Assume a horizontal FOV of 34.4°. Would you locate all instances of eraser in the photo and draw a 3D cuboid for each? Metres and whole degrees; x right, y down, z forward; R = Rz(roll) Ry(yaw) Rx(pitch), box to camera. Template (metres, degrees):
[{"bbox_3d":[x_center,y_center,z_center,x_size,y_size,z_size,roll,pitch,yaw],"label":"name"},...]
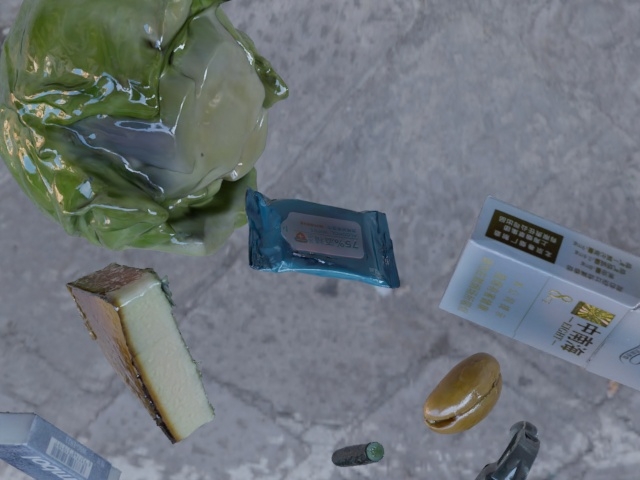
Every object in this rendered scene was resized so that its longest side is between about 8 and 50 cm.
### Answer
[{"bbox_3d":[-0.363,0.293,1.396,0.092,0.046,0.212,-3,147,26],"label":"eraser"}]

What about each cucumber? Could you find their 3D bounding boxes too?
[{"bbox_3d":[0.050,0.314,1.509,0.032,0.032,0.133,29,154,-15],"label":"cucumber"}]

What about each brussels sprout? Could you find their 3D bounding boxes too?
[{"bbox_3d":[-0.275,-0.203,1.461,0.361,0.342,0.425,13,96,33],"label":"brussels sprout"}]

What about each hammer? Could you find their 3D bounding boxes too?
[{"bbox_3d":[0.199,0.336,1.330,0.041,0.159,0.226,41,106,6],"label":"hammer"}]

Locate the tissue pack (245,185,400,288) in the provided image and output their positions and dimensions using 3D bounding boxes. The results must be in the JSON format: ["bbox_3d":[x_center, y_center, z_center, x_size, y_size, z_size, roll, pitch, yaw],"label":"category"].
[{"bbox_3d":[0.000,0.000,0.886,0.138,0.085,0.028,8,142,-20],"label":"tissue pack"}]

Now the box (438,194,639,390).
[{"bbox_3d":[0.258,0.059,1.076,0.243,0.067,0.155,22,152,7],"label":"box"}]

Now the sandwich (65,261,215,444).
[{"bbox_3d":[-0.171,0.067,0.904,0.058,0.162,0.193,-33,139,-20],"label":"sandwich"}]

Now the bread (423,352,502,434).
[{"bbox_3d":[0.259,0.272,1.816,0.077,0.189,0.114,17,131,41],"label":"bread"}]
